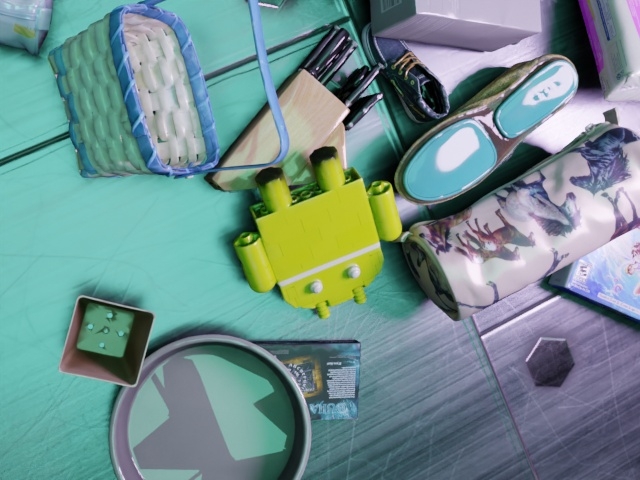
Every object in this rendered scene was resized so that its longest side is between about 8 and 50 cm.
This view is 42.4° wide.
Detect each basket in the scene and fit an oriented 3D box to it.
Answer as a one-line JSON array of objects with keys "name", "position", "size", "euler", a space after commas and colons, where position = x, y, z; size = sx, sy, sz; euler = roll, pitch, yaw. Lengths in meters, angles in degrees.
[{"name": "basket", "position": [-0.196, -0.206, 1.099], "size": [0.289, 0.201, 0.255], "euler": [-7, 98, 25]}]

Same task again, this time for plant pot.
[{"name": "plant pot", "position": [-0.304, 0.136, 1.174], "size": [0.109, 0.096, 0.109], "euler": [15, 90, -16]}]

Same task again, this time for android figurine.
[{"name": "android figurine", "position": [0.000, 0.000, 1.226], "size": [0.248, 0.056, 0.273], "euler": [-20, 123, -7]}]

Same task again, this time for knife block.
[{"name": "knife block", "position": [-0.041, -0.201, 1.232], "size": [0.275, 0.088, 0.242], "euler": [-6, 95, -15]}]

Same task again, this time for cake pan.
[{"name": "cake pan", "position": [-0.161, 0.284, 1.220], "size": [0.293, 0.054, 0.293], "euler": [0, 88, -4]}]

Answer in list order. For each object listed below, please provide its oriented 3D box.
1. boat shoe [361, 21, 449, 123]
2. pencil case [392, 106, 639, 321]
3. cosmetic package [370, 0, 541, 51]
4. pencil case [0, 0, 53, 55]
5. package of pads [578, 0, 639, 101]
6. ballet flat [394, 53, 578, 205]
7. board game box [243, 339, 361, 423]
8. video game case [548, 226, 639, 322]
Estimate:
[{"name": "boat shoe", "position": [0.137, -0.266, 1.280], "size": [0.065, 0.083, 0.183], "euler": [-38, 103, -10]}, {"name": "pencil case", "position": [0.325, -0.033, 1.284], "size": [0.410, 0.160, 0.184], "euler": [-28, 84, -4]}, {"name": "cosmetic package", "position": [0.205, -0.356, 1.247], "size": [0.238, 0.127, 0.107], "euler": [-3, 88, -30]}, {"name": "pencil case", "position": [-0.488, -0.329, 1.076], "size": [0.273, 0.124, 0.114], "euler": [13, 90, -17]}, {"name": "package of pads", "position": [0.586, -0.349, 1.360], "size": [0.296, 0.101, 0.229], "euler": [-2, 70, -15]}, {"name": "ballet flat", "position": [0.251, -0.174, 1.305], "size": [0.348, 0.123, 0.123], "euler": [-37, 103, -7]}, {"name": "board game box", "position": [-0.030, 0.221, 1.295], "size": [0.186, 0.026, 0.126], "euler": [2, 94, -16]}, {"name": "video game case", "position": [0.561, 0.013, 1.433], "size": [0.269, 0.061, 0.244], "euler": [22, 87, -16]}]
